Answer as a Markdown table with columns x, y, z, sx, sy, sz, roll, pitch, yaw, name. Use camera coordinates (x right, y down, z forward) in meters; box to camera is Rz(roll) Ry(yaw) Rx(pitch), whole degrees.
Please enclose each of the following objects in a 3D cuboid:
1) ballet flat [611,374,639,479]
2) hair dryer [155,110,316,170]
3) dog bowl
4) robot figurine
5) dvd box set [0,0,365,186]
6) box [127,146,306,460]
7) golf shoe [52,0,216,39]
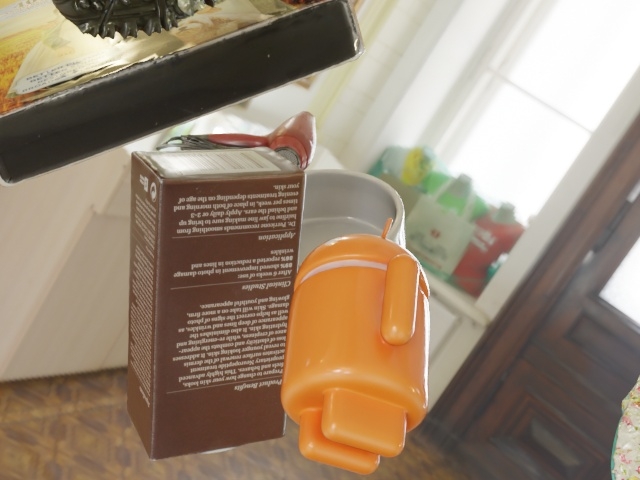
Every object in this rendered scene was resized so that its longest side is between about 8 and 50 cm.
| x | y | z | sx | sy | sz | roll | pitch | yaw | name |
| --- | --- | --- | --- | --- | --- | --- | --- | --- | --- |
| 0.397 | 0.186 | 1.036 | 0.091 | 0.077 | 0.241 | 47 | 52 | -15 | ballet flat |
| -0.113 | -0.176 | 1.576 | 0.293 | 0.080 | 0.223 | -19 | 42 | -37 | hair dryer |
| 0.000 | 0.000 | 1.414 | 0.264 | 0.104 | 0.265 | -5 | 35 | 4 | dog bowl |
| 0.031 | 0.087 | 0.797 | 0.158 | 0.128 | 0.219 | 70 | 21 | -50 | robot figurine |
| -0.171 | -0.212 | 0.870 | 0.420 | 0.307 | 0.062 | -122 | -167 | -57 | dvd box set |
| -0.141 | 0.078 | 1.181 | 0.191 | 0.382 | 0.143 | -4 | 21 | -26 | box |
| -0.094 | -0.242 | 0.620 | 0.120 | 0.273 | 0.105 | 27 | -25 | 29 | golf shoe |
